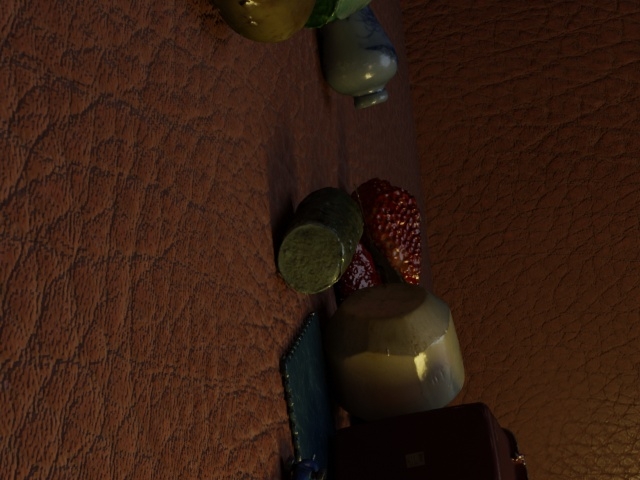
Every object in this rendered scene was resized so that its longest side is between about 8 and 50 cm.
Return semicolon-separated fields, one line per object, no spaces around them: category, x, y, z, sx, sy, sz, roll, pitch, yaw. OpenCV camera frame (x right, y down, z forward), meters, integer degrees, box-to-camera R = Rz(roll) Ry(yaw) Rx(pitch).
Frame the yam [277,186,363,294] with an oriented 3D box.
yam;0.000;0.000;1.578;0.194;0.107;0.107;-63;145;-69

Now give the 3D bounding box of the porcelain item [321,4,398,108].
porcelain item;0.059;-0.376;2.057;0.141;0.141;0.259;-51;123;-75

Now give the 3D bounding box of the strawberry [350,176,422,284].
strawberry;0.106;-0.023;2.080;0.236;0.107;0.175;39;-71;51

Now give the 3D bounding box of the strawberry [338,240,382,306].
strawberry;0.065;0.062;1.978;0.146;0.082;0.187;-94;169;-65

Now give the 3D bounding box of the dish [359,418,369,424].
dish;0.123;0.275;1.963;0.273;0.134;0.273;-60;-179;1

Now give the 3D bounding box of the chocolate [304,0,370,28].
chocolate;0.042;-0.435;1.885;0.291;0.110;0.110;-37;121;-59

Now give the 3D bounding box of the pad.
pad;-0.010;0.259;1.607;0.269;0.012;0.269;-58;140;-73

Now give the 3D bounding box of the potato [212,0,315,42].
potato;-0.080;-0.346;1.289;0.296;0.141;0.191;40;42;-71

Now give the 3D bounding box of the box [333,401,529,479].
box;0.159;0.362;1.663;0.167;0.294;0.193;61;20;-50

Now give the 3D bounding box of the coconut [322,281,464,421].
coconut;0.119;0.190;1.767;0.241;0.241;0.241;-7;90;-79

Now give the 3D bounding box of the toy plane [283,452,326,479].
toy plane;-0.029;0.313;1.390;0.167;0.054;0.062;-14;123;-80

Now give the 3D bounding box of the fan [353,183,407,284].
fan;0.104;0.044;2.015;0.182;0.010;0.310;-11;-83;64
